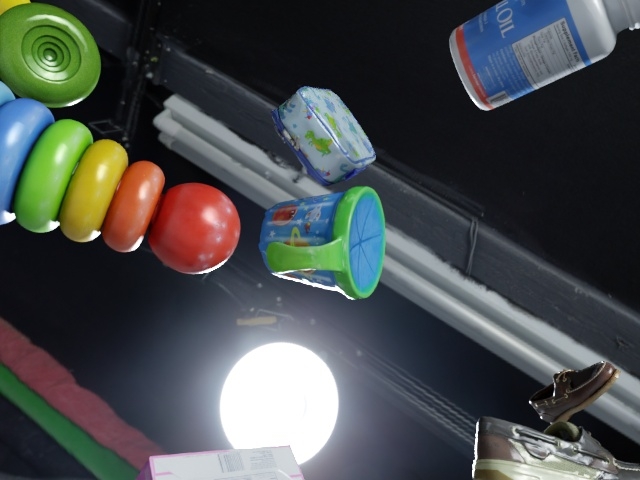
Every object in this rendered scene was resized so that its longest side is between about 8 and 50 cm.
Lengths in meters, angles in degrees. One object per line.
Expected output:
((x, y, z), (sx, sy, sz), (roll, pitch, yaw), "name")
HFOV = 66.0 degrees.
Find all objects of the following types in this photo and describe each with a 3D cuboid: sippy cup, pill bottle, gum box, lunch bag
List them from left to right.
((-0.115, 0.290, 0.548), (0.107, 0.189, 0.062), (-56, -138, 24), "gum box")
((0.000, 0.000, 1.066), (0.224, 0.305, 0.239), (3, -113, 26), "sippy cup")
((0.015, -0.190, 0.913), (0.090, 0.219, 0.176), (-36, -90, 24), "lunch bag")
((0.291, -0.268, 0.628), (0.222, 0.124, 0.124), (-21, -82, 34), "pill bottle")

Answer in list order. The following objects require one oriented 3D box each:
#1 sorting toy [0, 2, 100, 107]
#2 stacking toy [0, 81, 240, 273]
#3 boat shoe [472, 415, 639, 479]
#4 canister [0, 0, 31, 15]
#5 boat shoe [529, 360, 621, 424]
((-0.310, -0.253, 0.591), (0.126, 0.127, 0.365), (11, -89, 49), "sorting toy")
((-0.231, -0.051, 0.441), (0.331, 0.141, 0.141), (23, -57, -18), "stacking toy")
((0.177, 0.154, 0.350), (0.152, 0.049, 0.056), (14, -24, -21), "boat shoe")
((-0.527, -0.312, 0.735), (0.170, 0.126, 0.073), (-20, -50, 11), "canister")
((0.458, 0.276, 0.907), (0.073, 0.073, 0.207), (45, -39, 23), "boat shoe")
